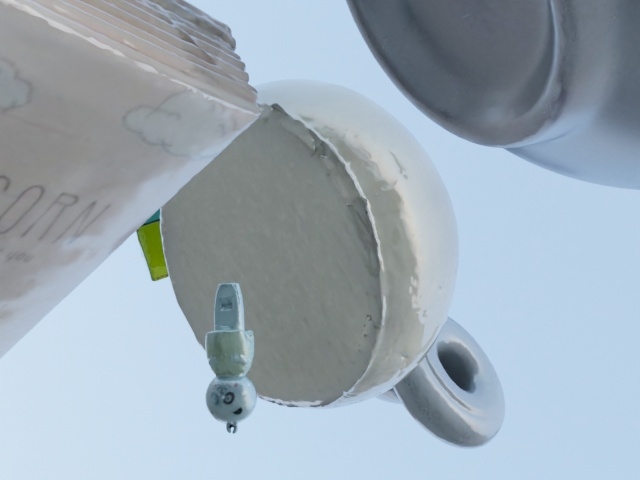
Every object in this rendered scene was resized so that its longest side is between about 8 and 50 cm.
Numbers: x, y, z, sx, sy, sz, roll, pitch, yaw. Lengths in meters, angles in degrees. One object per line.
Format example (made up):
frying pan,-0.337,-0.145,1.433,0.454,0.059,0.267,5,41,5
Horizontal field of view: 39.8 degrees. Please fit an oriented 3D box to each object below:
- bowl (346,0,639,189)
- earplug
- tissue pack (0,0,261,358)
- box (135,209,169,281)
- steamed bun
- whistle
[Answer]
bowl,0.107,-0.138,0.385,0.345,0.157,0.345,45,-23,25
earplug,0.144,0.186,1.293,0.214,0.325,0.175,34,-87,-23
tissue pack,-0.192,0.005,0.385,0.325,0.170,0.071,-39,-122,22
box,-0.217,-0.124,1.338,0.187,0.047,0.335,-19,-78,-16
steamed bun,0.000,0.000,1.020,0.374,0.241,0.375,13,-70,39
whistle,-0.061,0.078,0.592,0.035,0.035,0.100,-7,-101,26
